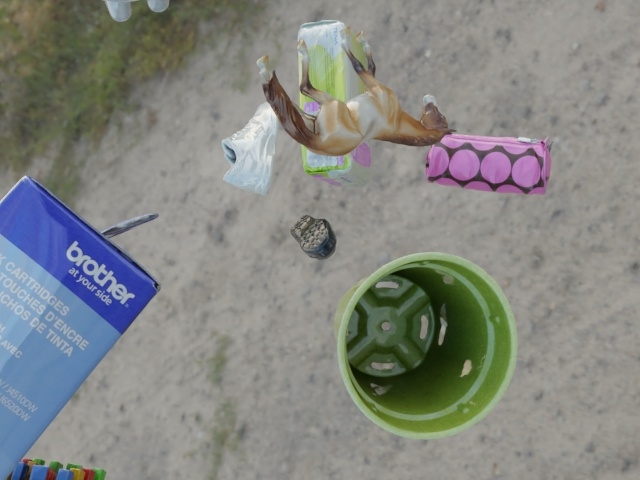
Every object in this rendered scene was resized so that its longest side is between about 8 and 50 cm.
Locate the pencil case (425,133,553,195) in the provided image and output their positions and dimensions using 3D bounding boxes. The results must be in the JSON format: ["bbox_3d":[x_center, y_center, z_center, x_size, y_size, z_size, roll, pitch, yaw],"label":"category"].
[{"bbox_3d":[0.278,-0.133,1.812,0.209,0.098,0.095,4,42,15],"label":"pencil case"}]

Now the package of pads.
[{"bbox_3d":[0.029,-0.261,2.112,0.101,0.229,0.296,-4,86,14],"label":"package of pads"}]

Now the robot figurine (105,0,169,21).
[{"bbox_3d":[-0.351,-0.558,1.882,0.353,0.300,0.199,87,158,-46],"label":"robot figurine"}]

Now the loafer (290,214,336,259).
[{"bbox_3d":[0.000,0.000,2.110,0.076,0.078,0.223,-49,14,-1],"label":"loafer"}]

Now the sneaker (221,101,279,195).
[{"bbox_3d":[-0.124,-0.170,1.876,0.212,0.094,0.080,-87,9,-45],"label":"sneaker"}]

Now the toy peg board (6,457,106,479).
[{"bbox_3d":[-0.416,0.365,1.652,0.161,0.160,0.079,5,65,16],"label":"toy peg board"}]

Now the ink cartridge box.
[{"bbox_3d":[-0.302,0.104,0.920,0.395,0.151,0.270,-54,16,-19],"label":"ink cartridge box"}]

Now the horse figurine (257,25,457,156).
[{"bbox_3d":[0.030,-0.166,1.311,0.066,0.263,0.174,-30,84,48],"label":"horse figurine"}]

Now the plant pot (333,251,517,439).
[{"bbox_3d":[0.135,0.149,1.707,0.254,0.276,0.276,-166,96,-78],"label":"plant pot"}]
